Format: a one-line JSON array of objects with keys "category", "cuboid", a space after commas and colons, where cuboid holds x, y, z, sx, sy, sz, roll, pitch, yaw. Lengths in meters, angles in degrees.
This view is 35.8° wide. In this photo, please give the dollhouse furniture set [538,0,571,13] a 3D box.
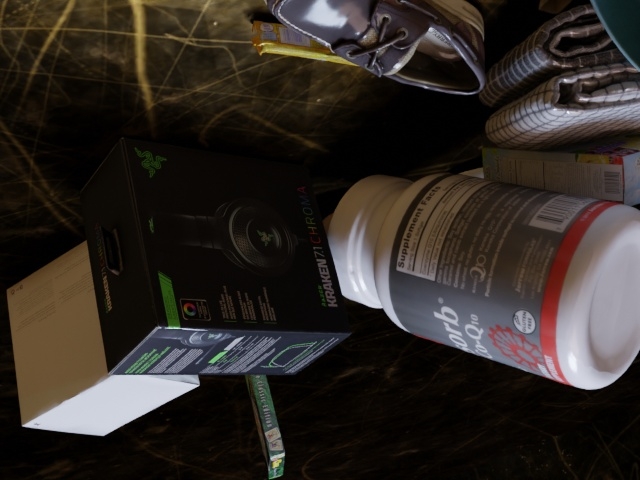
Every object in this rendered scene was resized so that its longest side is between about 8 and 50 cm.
[{"category": "dollhouse furniture set", "cuboid": [0.301, -0.259, 1.049, 0.091, 0.081, 0.114, 4, 148, -35]}]

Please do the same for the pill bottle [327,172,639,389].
[{"category": "pill bottle", "cuboid": [0.197, 0.032, 1.192, 0.363, 0.210, 0.210, 15, 178, 41]}]

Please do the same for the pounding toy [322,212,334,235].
[{"category": "pounding toy", "cuboid": [0.000, 0.000, 1.409, 0.154, 0.155, 0.269, -34, 176, -32]}]

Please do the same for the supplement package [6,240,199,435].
[{"category": "supplement package", "cuboid": [-0.297, 0.131, 1.344, 0.194, 0.203, 0.149, -29, 151, 26]}]

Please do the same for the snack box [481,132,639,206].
[{"category": "snack box", "cuboid": [0.337, -0.095, 1.246, 0.174, 0.070, 0.207, -16, -164, -40]}]

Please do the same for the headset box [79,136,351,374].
[{"category": "headset box", "cuboid": [-0.136, 0.025, 1.179, 0.283, 0.246, 0.131, 7, 147, -36]}]

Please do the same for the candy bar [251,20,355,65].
[{"category": "candy bar", "cuboid": [0.000, -0.204, 1.036, 0.161, 0.040, 0.018, 2, 159, -31]}]

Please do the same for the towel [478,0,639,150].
[{"category": "towel", "cuboid": [0.337, -0.190, 1.092, 0.283, 0.121, 0.235, -11, 176, -8]}]

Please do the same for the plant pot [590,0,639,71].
[{"category": "plant pot", "cuboid": [0.404, -0.294, 0.864, 0.255, 0.272, 0.272, -27, 156, -12]}]

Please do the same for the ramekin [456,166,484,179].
[{"category": "ramekin", "cuboid": [0.266, 0.015, 1.459, 0.277, 0.135, 0.277, -3, 152, -1]}]

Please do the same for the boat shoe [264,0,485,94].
[{"category": "boat shoe", "cuboid": [0.069, -0.212, 0.998, 0.285, 0.092, 0.103, 10, 144, -42]}]

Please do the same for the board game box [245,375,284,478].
[{"category": "board game box", "cuboid": [-0.101, 0.245, 1.616, 0.030, 0.260, 0.136, -12, 154, -7]}]
